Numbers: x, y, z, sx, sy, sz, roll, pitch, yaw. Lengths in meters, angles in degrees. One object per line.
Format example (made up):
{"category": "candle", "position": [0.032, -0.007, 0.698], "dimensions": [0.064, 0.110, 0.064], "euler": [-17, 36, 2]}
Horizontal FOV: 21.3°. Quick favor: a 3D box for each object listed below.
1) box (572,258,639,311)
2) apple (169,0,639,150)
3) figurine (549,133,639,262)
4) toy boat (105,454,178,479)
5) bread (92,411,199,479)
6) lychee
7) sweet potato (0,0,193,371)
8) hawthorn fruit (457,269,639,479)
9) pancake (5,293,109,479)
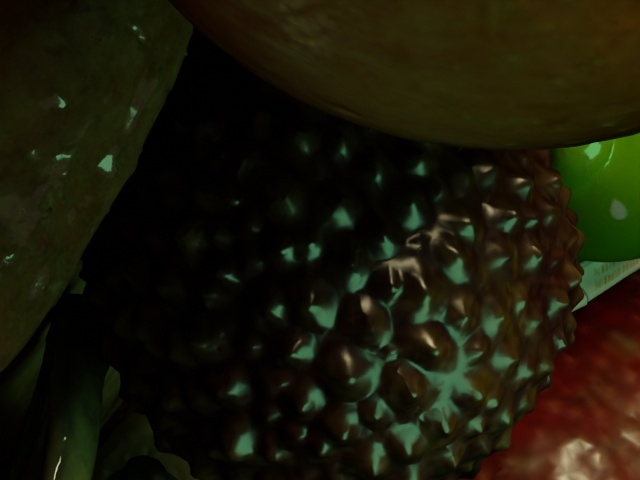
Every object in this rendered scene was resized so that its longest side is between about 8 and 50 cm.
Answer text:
{"category": "box", "position": [0.125, 0.003, 0.989], "dimensions": [0.220, 0.122, 0.032], "euler": [-20, 113, -57]}
{"category": "apple", "position": [0.067, -0.150, 0.381], "dimensions": [0.272, 0.206, 0.251], "euler": [-32, 152, -41]}
{"category": "figurine", "position": [0.159, -0.064, 0.902], "dimensions": [0.162, 0.143, 0.263], "euler": [-27, 175, 1]}
{"category": "toy boat", "position": [-0.078, 0.175, 0.728], "dimensions": [0.077, 0.075, 0.185], "euler": [-124, -142, -69]}
{"category": "bread", "position": [-0.102, 0.209, 0.876], "dimensions": [0.275, 0.114, 0.185], "euler": [-53, 163, 7]}
{"category": "lychee", "position": [0.000, 0.000, 0.582], "dimensions": [0.188, 0.188, 0.188], "euler": [-43, 162, -18]}
{"category": "sweet potato", "position": [-0.118, 0.007, 0.449], "dimensions": [0.252, 0.097, 0.097], "euler": [-51, 163, -9]}
{"category": "hawthorn fruit", "position": [0.169, 0.221, 1.058], "dimensions": [0.403, 0.403, 0.403], "euler": [-43, 162, -18]}
{"category": "pancake", "position": [-0.113, 0.132, 0.646], "dimensions": [0.235, 0.029, 0.212], "euler": [116, -17, -56]}
